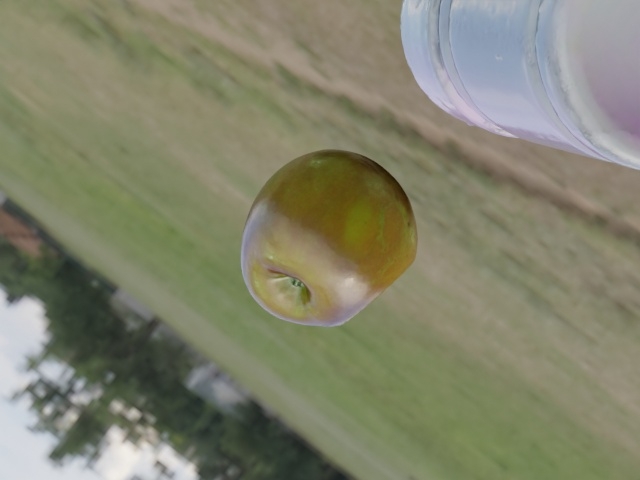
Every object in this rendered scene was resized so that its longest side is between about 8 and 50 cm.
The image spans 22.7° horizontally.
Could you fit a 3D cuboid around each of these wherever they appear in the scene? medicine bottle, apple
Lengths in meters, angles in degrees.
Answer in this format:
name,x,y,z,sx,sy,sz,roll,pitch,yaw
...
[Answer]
name,x,y,z,sx,sy,sz,roll,pitch,yaw
medicine bottle,0.217,-0.178,1.324,0.212,0.212,0.325,39,177,-19
apple,0.000,0.000,0.973,0.099,0.102,0.114,49,136,-5
